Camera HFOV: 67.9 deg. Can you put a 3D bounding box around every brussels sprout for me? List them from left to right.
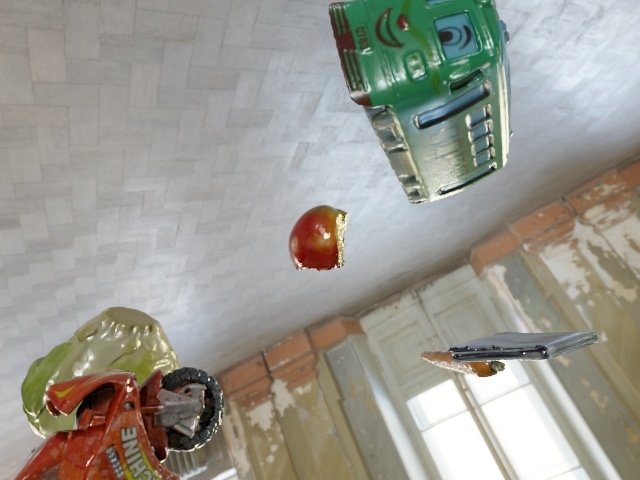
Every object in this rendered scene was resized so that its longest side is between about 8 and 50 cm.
[{"bbox_3d":[-0.428,0.284,0.980,0.316,0.243,0.274,-46,131,-2],"label":"brussels sprout"}]

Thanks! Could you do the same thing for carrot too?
[{"bbox_3d":[0.336,0.294,1.179,0.069,0.069,0.336,-13,177,-22],"label":"carrot"}]

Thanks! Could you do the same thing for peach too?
[{"bbox_3d":[-0.006,-0.005,0.956,0.119,0.151,0.151,3,151,1],"label":"peach"}]

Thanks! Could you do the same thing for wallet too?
[{"bbox_3d":[0.371,0.199,0.891,0.168,0.036,0.222,-3,171,-34],"label":"wallet"}]

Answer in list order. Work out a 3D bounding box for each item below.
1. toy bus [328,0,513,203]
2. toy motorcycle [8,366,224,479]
[{"bbox_3d":[0.163,-0.201,0.676,0.200,0.183,0.343,-17,158,16],"label":"toy bus"},{"bbox_3d":[-0.207,0.229,0.420,0.171,0.298,0.089,45,140,-22],"label":"toy motorcycle"}]
